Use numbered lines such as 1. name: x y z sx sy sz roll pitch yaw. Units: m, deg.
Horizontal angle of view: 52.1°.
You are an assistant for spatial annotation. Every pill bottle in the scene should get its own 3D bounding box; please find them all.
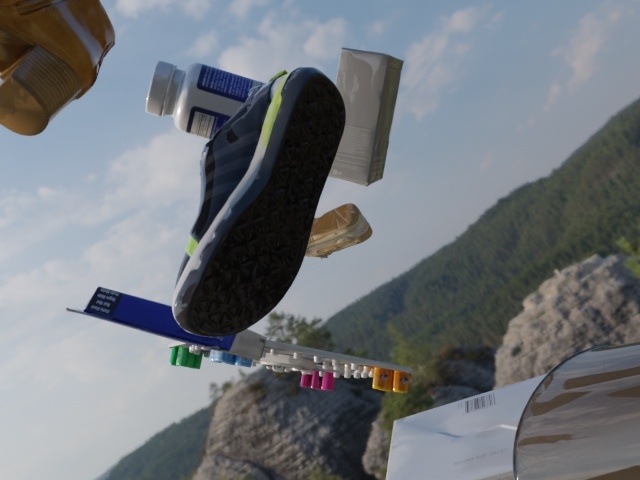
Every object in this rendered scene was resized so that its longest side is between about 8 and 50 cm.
1. pill bottle: -0.174 -0.218 1.040 0.186 0.112 0.112 15 -27 -13

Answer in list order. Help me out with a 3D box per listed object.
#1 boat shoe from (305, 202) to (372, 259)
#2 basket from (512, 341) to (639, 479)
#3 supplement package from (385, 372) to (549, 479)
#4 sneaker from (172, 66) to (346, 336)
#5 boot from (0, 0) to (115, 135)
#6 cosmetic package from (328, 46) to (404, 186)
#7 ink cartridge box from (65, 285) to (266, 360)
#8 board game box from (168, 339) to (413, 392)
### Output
1. boat shoe: 0.000 0.000 0.938 0.170 0.059 0.063 -16 44 40
2. basket: 0.275 0.138 0.468 0.204 0.154 0.227 -34 -9 -23
3. supplement package: 0.237 0.313 0.871 0.261 0.145 0.204 -21 10 16
4. sneaker: -0.057 -0.034 0.515 0.097 0.084 0.235 6 62 41
5. boot: -0.318 -0.249 0.591 0.104 0.295 0.211 -23 37 21
6. cosmetic package: 0.080 -0.234 1.234 0.127 0.107 0.238 -32 -45 -67
7. ink cartridge box: -0.207 0.118 0.934 0.224 0.223 0.045 58 -134 -75
8. board game box: -0.079 0.252 1.311 0.389 0.050 0.390 14 -17 -22
